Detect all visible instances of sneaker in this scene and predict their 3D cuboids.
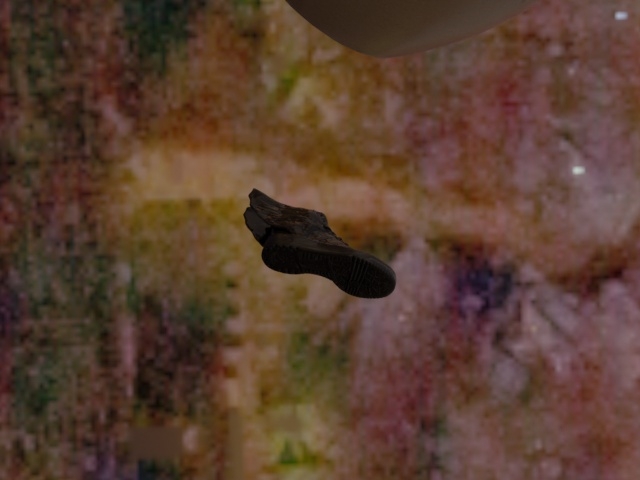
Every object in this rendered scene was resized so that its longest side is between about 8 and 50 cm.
[{"bbox_3d":[0.000,0.002,1.528,0.089,0.170,0.051,-78,-176,-55],"label":"sneaker"}]

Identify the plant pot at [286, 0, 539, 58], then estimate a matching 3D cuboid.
[{"bbox_3d":[0.061,-0.255,1.145,0.191,0.284,0.284,-51,-157,27],"label":"plant pot"}]
